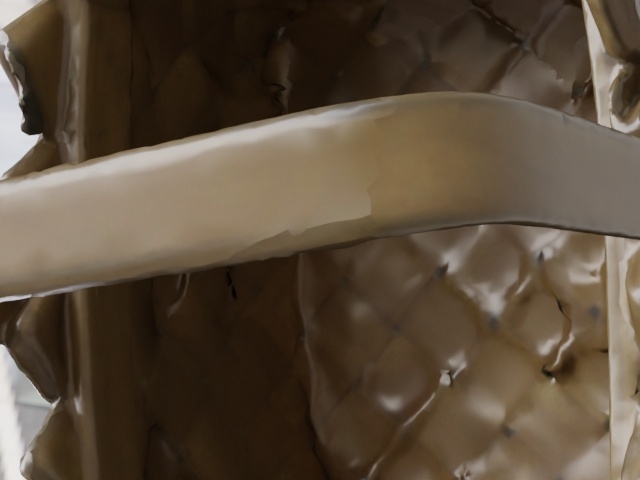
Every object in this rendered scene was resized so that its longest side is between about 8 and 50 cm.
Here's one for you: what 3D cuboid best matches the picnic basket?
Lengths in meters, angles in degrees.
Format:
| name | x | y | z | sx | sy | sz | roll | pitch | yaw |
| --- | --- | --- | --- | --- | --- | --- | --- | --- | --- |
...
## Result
| name | x | y | z | sx | sy | sz | roll | pitch | yaw |
| --- | --- | --- | --- | --- | --- | --- | --- | --- | --- |
| picnic basket | 0.000 | 0.000 | 0.591 | 0.321 | 0.254 | 0.291 | 4 | -100 | -60 |
